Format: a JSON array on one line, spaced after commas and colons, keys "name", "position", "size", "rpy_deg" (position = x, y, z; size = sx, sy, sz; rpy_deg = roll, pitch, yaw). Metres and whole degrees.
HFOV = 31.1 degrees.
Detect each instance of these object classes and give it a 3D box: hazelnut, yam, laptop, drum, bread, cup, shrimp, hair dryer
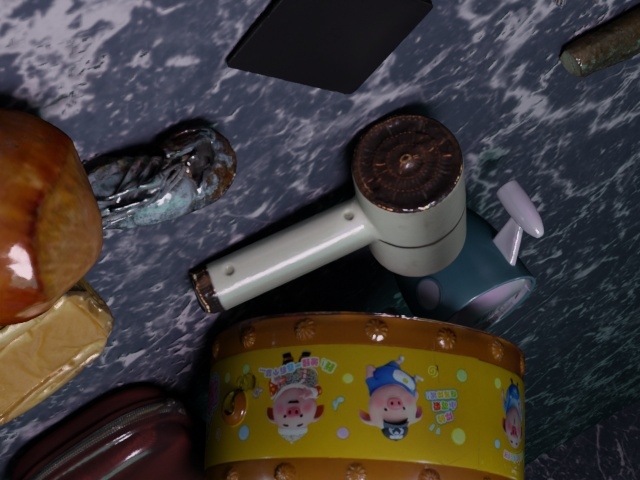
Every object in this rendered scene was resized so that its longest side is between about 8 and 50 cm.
[{"name": "hazelnut", "position": [-0.266, -0.011, 0.913], "size": [0.182, 0.182, 0.182], "rpy_deg": [-28, 155, -14]}, {"name": "yam", "position": [0.421, -0.274, 1.421], "size": [0.274, 0.061, 0.061], "rpy_deg": [-29, 155, -11]}, {"name": "laptop", "position": [0.011, -0.200, 1.097], "size": [0.135, 0.016, 0.197], "rpy_deg": [-46, 152, 26]}, {"name": "drum", "position": [0.059, 0.244, 1.488], "size": [0.431, 0.214, 0.431], "rpy_deg": [4, 161, 1]}, {"name": "bread", "position": [-0.307, 0.092, 1.118], "size": [0.190, 0.114, 0.132], "rpy_deg": [-40, 147, -8]}, {"name": "cup", "position": [0.168, 0.029, 1.512], "size": [0.167, 0.173, 0.299], "rpy_deg": [-7, 147, -48]}, {"name": "shrimp", "position": [-0.185, -0.044, 1.068], "size": [0.233, 0.079, 0.090], "rpy_deg": [-20, -170, -18]}, {"name": "hair dryer", "position": [0.000, 0.000, 1.345], "size": [0.362, 0.128, 0.203], "rpy_deg": [-25, 156, -3]}]

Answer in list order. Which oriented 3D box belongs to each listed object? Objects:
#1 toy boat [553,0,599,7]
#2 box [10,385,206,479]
[{"name": "toy boat", "position": [0.263, -0.316, 1.138], "size": [0.084, 0.066, 0.210], "rpy_deg": [-32, 155, -8]}, {"name": "box", "position": [-0.266, 0.329, 1.597], "size": [0.263, 0.108, 0.404], "rpy_deg": [-33, 156, -5]}]
